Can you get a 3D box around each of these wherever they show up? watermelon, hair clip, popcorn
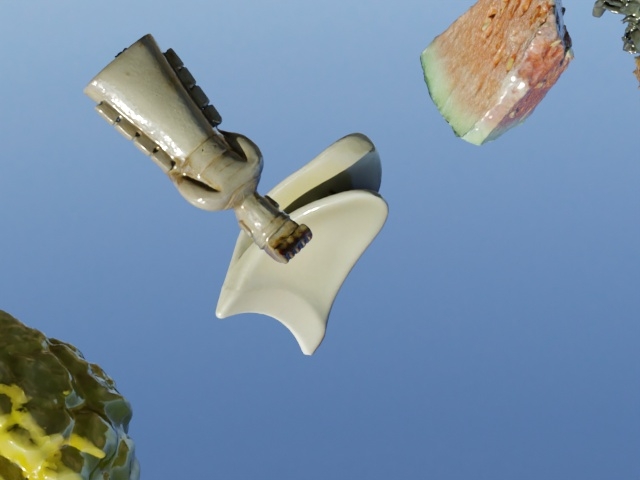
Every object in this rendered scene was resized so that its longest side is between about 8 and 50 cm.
[{"bbox_3d":[0.252,-0.251,2.054,0.140,0.256,0.192,3,-132,-31],"label":"watermelon"},{"bbox_3d":[-0.010,-0.006,2.116,0.173,0.282,0.113,25,-158,-35],"label":"hair clip"},{"bbox_3d":[-0.286,0.158,1.259,0.286,0.225,0.173,1,-155,13],"label":"popcorn"}]

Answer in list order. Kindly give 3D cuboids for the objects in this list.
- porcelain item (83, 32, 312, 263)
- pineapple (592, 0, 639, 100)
[{"bbox_3d":[-0.092,-0.067,1.298,0.084,0.213,0.054,-44,-178,-18],"label":"porcelain item"},{"bbox_3d":[0.350,-0.230,1.693,0.111,0.237,0.119,-41,-170,-29],"label":"pineapple"}]
